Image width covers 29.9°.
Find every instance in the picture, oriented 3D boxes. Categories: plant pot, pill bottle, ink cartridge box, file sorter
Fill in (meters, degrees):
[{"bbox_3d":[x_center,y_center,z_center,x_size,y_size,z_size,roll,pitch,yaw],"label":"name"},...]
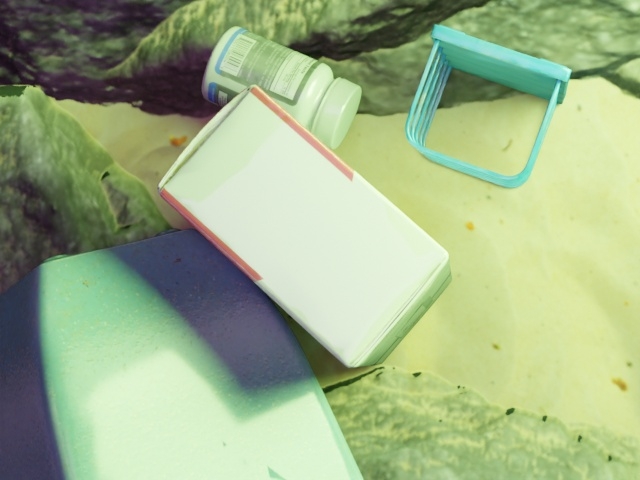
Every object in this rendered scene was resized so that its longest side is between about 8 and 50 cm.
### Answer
[{"bbox_3d":[-0.159,0.134,1.012,0.247,0.248,0.252,-15,83,-33],"label":"plant pot"},{"bbox_3d":[-0.036,-0.142,1.135,0.137,0.078,0.078,25,92,9],"label":"pill bottle"},{"bbox_3d":[0.000,0.000,1.021,0.207,0.283,0.117,41,90,8],"label":"ink cartridge box"},{"bbox_3d":[0.146,-0.111,1.059,0.118,0.170,0.105,20,93,9],"label":"file sorter"}]
